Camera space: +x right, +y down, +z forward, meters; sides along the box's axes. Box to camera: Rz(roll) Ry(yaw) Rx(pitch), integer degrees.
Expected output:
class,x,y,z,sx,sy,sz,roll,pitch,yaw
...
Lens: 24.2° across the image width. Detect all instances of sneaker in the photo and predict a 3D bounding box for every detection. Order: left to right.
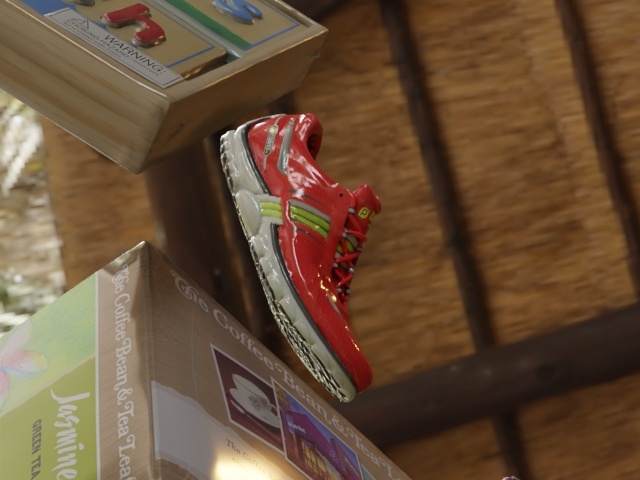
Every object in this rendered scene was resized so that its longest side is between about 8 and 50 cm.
class,x,y,z,sx,sy,sz,roll,pitch,yaw
sneaker,0.000,0.000,1.259,0.107,0.118,0.279,74,-4,-62

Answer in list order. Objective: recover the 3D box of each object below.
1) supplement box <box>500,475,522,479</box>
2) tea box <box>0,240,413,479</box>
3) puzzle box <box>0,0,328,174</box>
class,x,y,z,sx,sy,sz,roll,pitch,yaw
supplement box,0.082,0.123,0.526,0.055,0.083,0.043,-39,-154,58
tea box,-0.123,0.237,0.963,0.323,0.329,0.220,-35,-145,16
puzzle box,-0.213,-0.199,0.956,0.409,0.272,0.052,33,-66,7
